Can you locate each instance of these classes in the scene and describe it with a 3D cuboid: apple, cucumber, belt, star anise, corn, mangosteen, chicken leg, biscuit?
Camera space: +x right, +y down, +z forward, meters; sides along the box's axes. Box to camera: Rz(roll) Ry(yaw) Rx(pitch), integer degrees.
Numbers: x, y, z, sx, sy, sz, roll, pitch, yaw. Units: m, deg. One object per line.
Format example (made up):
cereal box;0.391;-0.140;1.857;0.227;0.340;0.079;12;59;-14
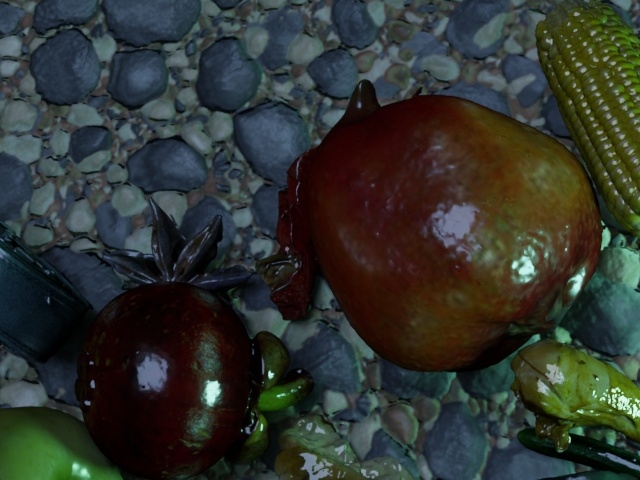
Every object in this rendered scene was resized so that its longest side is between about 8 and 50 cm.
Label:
apple;-0.344;0.310;1.919;0.279;0.279;0.279;-8;68;20
cucumber;0.284;0.220;1.813;0.184;0.036;0.033;16;64;28
belt;-0.388;0.037;2.066;0.116;0.206;0.267;-51;51;-2
star anise;-0.159;0.044;2.042;0.204;0.061;0.181;7;93;25
corn;0.319;-0.125;1.862;0.130;0.130;0.347;-31;50;9
mangosteen;-0.133;0.152;1.909;0.257;0.215;0.215;5;66;-23
chicken leg;0.282;0.172;1.777;0.207;0.085;0.101;23;102;-5
biscuit;0.018;0.262;1.895;0.183;0.061;0.118;27;84;28

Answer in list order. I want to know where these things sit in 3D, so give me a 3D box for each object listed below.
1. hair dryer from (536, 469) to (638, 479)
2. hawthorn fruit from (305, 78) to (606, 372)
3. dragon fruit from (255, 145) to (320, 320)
hair dryer;0.187;0.375;1.770;0.302;0.116;0.244;-14;65;30
hawthorn fruit;0.127;-0.004;1.825;0.311;0.295;0.295;22;79;9
dragon fruit;-0.011;0.000;2.015;0.092;0.122;0.192;-6;66;63
